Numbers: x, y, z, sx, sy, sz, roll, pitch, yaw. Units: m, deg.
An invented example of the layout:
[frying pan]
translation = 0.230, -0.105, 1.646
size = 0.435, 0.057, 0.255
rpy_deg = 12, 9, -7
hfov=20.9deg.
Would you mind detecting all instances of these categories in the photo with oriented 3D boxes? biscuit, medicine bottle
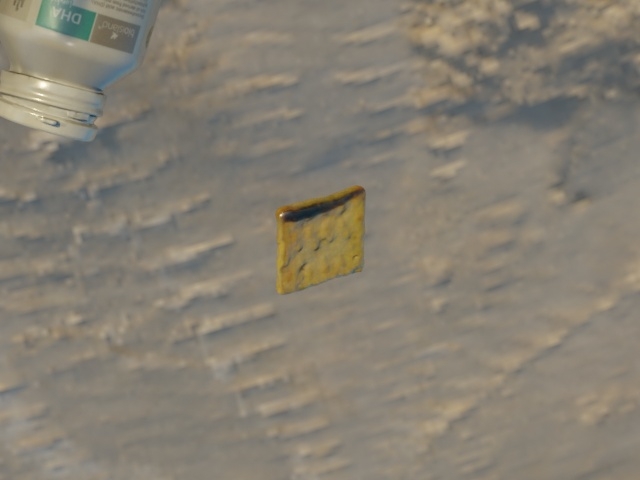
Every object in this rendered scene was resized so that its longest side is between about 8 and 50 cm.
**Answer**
[biscuit]
translation = 0.000, 0.000, 1.407
size = 0.083, 0.018, 0.081
rpy_deg = -17, 124, -26
[medicine bottle]
translation = -0.209, -0.200, 1.500
size = 0.135, 0.215, 0.135
rpy_deg = 17, -175, -2
